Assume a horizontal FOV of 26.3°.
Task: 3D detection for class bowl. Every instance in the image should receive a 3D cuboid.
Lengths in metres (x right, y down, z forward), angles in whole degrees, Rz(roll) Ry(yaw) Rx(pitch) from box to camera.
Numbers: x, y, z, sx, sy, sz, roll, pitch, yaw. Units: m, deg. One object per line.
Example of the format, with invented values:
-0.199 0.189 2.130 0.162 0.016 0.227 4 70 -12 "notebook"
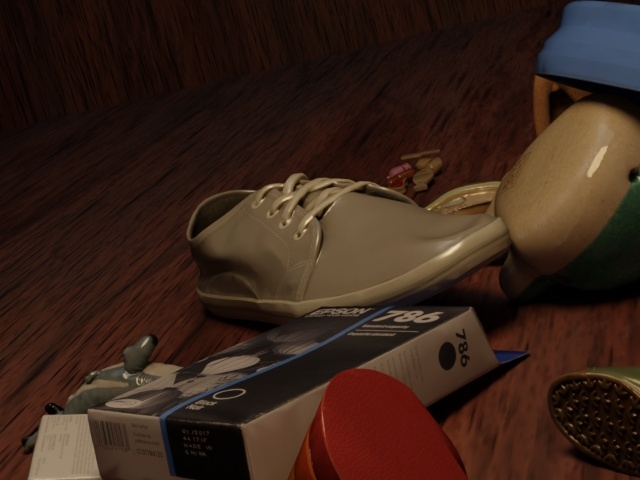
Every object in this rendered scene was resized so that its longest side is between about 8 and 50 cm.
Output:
0.394 -0.142 1.258 0.391 0.077 0.391 14 7 -2 "bowl"

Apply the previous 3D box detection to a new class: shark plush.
-0.186 0.141 1.202 0.161 0.073 0.067 -14 44 -13 "shark plush"

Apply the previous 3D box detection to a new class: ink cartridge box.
0.002 0.106 1.049 0.165 0.065 0.333 -3 11 42 "ink cartridge box"
-0.135 0.176 1.078 0.179 0.045 0.145 2 12 -7 "ink cartridge box"

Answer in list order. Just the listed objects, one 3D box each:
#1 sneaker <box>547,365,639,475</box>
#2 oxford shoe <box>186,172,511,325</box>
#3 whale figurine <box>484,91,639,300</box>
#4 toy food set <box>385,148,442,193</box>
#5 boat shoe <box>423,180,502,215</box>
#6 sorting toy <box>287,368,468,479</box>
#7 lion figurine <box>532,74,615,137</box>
0.243 0.111 0.872 0.086 0.064 0.192 -16 13 -35 "sneaker"
0.000 0.000 1.317 0.169 0.130 0.449 -24 12 -32 "oxford shoe"
0.241 -0.028 1.267 0.216 0.141 0.272 -62 10 -14 "whale figurine"
0.120 -0.083 1.797 0.078 0.019 0.122 -9 23 23 "toy food set"
0.124 -0.002 1.418 0.190 0.068 0.072 -22 25 12 "boat shoe"
-0.042 0.208 0.771 0.126 0.127 0.365 -41 1 35 "sorting toy"
0.349 -0.194 1.515 0.392 0.240 0.142 -26 11 -37 "lion figurine"
